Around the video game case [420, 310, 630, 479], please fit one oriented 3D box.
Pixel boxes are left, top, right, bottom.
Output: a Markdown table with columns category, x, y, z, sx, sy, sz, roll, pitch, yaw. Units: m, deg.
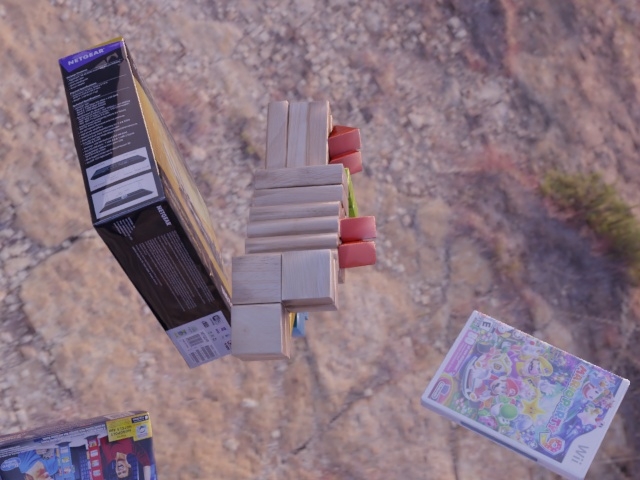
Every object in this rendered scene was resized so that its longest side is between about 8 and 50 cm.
| category | x | y | z | sx | sy | sz | roll | pitch | yaw |
| --- | --- | --- | --- | --- | --- | --- | --- | --- | --- |
| video game case | 0.143 | 0.107 | 0.772 | 0.122 | 0.011 | 0.087 | 25 | 57 | 19 |

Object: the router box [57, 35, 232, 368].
| category | x | y | z | sx | sy | sz | roll | pitch | yaw |
| --- | --- | --- | --- | --- | --- | --- | --- | --- | --- |
| router box | -0.183 | -0.035 | 1.235 | 0.081 | 0.309 | 0.243 | -21 | 55 | 0 |

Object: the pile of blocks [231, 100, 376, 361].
| category | x | y | z | sx | sy | sz | roll | pitch | yaw |
| --- | --- | --- | --- | --- | --- | --- | --- | --- | --- |
| pile of blocks | 0.000 | 0.000 | 1.027 | 0.362 | 0.112 | 0.149 | -82 | 166 | -54 |

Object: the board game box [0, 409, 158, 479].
| category | x | y | z | sx | sy | sz | roll | pitch | yaw |
| --- | --- | --- | --- | --- | --- | --- | --- | --- | --- |
| board game box | -0.286 | 0.310 | 1.281 | 0.194 | 0.060 | 0.194 | -8 | 94 | -32 |
